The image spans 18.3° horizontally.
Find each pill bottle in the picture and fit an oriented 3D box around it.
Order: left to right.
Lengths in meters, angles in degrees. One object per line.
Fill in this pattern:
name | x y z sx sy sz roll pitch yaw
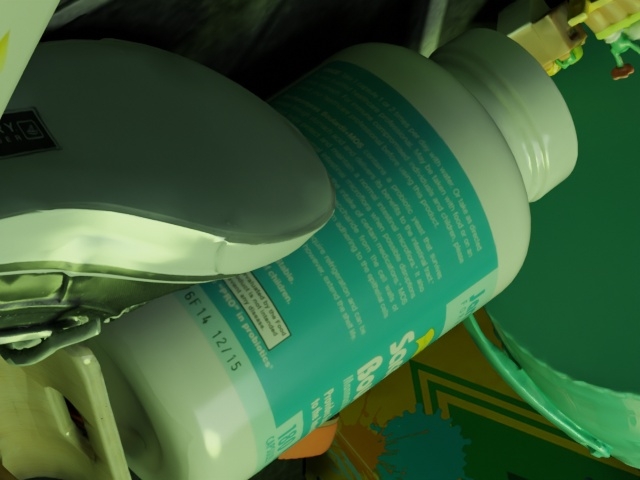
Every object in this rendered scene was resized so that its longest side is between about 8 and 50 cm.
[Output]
pill bottle | 0.000 0.000 0.962 0.264 0.146 0.146 -35 159 -21

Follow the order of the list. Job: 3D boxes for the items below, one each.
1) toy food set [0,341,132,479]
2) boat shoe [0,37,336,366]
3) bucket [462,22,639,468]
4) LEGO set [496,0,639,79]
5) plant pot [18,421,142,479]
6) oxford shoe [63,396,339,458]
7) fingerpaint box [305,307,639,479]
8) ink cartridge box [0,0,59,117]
toy food set | -0.229 0.158 0.893 0.306 0.092 0.219 -30 158 -13
boat shoe | -0.124 -0.003 0.776 0.306 0.113 0.105 -13 151 -50
bucket | 0.209 -0.009 1.174 0.281 0.281 0.183 -43 159 1
LEGO set | 0.229 -0.155 1.064 0.287 0.132 0.107 -46 117 4
plant pot | -0.132 0.246 1.093 0.252 0.248 0.247 -62 162 -10
oxford shoe | -0.057 0.069 1.112 0.098 0.097 0.271 -68 160 9
fingerpaint box | 0.157 0.290 1.528 0.163 0.371 0.445 -35 158 -17
ink cartridge box | -0.147 -0.115 0.409 0.171 0.168 0.232 -16 146 -50
